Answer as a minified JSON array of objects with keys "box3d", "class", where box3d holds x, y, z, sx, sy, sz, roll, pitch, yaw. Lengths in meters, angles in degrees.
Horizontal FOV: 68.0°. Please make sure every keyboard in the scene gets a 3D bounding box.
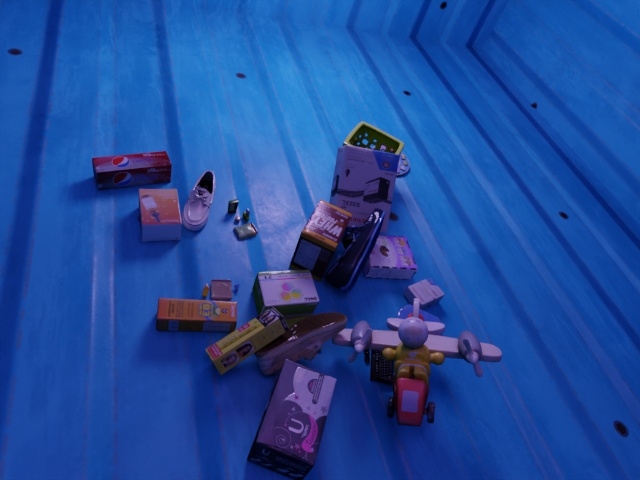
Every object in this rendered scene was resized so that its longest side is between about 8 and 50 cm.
[{"box3d":[0.190,0.376,1.545,0.108,0.023,0.180,15,45,-7],"class":"keyboard"}]

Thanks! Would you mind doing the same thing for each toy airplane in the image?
[{"box3d":[0.283,0.314,1.428,0.385,0.273,0.384,-27,45,-20],"class":"toy airplane"}]

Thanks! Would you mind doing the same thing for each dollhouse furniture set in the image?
[{"box3d":[-0.291,-0.080,1.751,0.076,0.059,0.152,-16,57,-31],"class":"dollhouse furniture set"}]

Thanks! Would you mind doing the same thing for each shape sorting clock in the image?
[{"box3d":[0.333,-0.391,2.284,0.206,0.040,0.206,11,46,-11],"class":"shape sorting clock"}]

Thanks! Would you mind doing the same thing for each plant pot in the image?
[{"box3d":[0.206,-0.348,2.080,0.228,0.207,0.227,29,45,7],"class":"plant pot"}]

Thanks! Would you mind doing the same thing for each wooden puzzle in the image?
[{"box3d":[-0.325,0.161,1.552,0.116,0.014,0.079,8,51,-13],"class":"wooden puzzle"}]

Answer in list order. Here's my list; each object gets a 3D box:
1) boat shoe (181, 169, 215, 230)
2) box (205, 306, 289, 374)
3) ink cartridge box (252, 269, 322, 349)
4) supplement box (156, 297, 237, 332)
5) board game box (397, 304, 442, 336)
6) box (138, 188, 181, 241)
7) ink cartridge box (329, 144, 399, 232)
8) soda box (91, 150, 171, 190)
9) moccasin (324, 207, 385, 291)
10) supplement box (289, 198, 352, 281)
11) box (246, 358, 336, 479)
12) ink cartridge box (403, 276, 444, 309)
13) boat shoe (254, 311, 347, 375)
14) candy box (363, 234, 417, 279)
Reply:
[{"box3d":[-0.438,-0.153,1.742,0.096,0.088,0.268,17,45,-5],"class":"boat shoe"},{"box3d":[-0.211,0.287,1.378,0.232,0.058,0.087,-31,25,-17],"class":"box"},{"box3d":[-0.097,0.226,1.520,0.188,0.097,0.255,-2,50,-23],"class":"ink cartridge box"},{"box3d":[-0.371,0.226,1.431,0.233,0.080,0.078,6,50,-19],"class":"supplement box"},{"box3d":[0.342,0.306,1.660,0.168,0.033,0.133,24,52,5],"class":"board game box"},{"box3d":[-0.554,-0.088,1.638,0.129,0.091,0.171,-3,50,-23],"class":"box"},{"box3d":[0.163,-0.197,1.852,0.222,0.308,0.129,8,5,-13],"class":"ink cartridge box"},{"box3d":[-0.687,-0.259,1.741,0.263,0.092,0.084,-12,54,-29],"class":"soda box"},{"box3d":[0.124,0.014,1.701,0.116,0.138,0.342,24,64,16],"class":"moccasin"},{"box3d":[0.000,0.000,1.694,0.129,0.194,0.191,25,46,3],"class":"supplement box"},{"box3d":[-0.070,0.476,1.270,0.163,0.142,0.247,22,46,0],"class":"box"},{"box3d":[0.382,0.200,1.756,0.122,0.052,0.089,-16,56,-33],"class":"ink cartridge box"},{"box3d":[-0.050,0.309,1.435,0.302,0.098,0.109,-22,18,-21],"class":"boat shoe"},{"box3d":[0.251,0.062,1.820,0.196,0.070,0.165,4,48,-18],"class":"candy box"}]
